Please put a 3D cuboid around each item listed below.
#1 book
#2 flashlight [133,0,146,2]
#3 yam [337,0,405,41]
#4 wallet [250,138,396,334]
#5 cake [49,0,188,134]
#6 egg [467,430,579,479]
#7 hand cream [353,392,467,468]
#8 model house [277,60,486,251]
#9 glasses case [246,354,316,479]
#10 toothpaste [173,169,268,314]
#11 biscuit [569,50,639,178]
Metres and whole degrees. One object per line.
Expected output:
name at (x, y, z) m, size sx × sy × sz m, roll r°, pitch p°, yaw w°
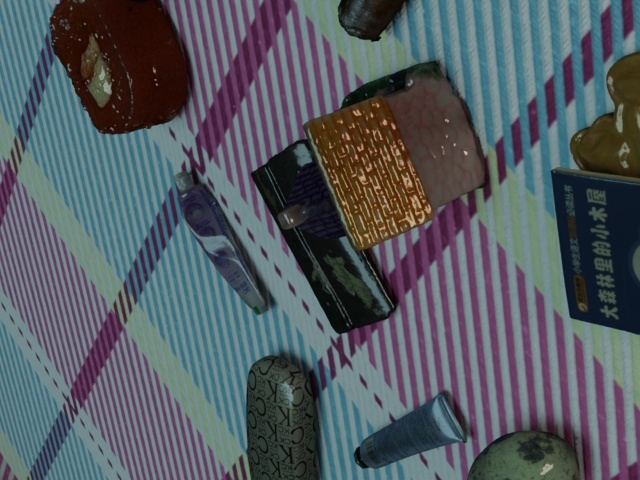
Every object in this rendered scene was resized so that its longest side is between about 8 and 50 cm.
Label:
book at (0.430, 0.033, 1.313) m, size 0.322 × 0.018 × 0.228 m, roll 11°, pitch 125°, yaw 40°
flashlight at (-0.181, -0.456, 1.731) m, size 0.424 × 0.103 × 0.103 m, roll -1°, pitch 109°, yaw 48°
yam at (0.083, -0.342, 1.517) m, size 0.079 × 0.079 × 0.141 m, roll 55°, pitch 138°, yaw 11°
wallet at (0.000, 0.000, 1.814) m, size 0.170 × 0.044 × 0.321 m, roll -27°, pitch 90°, yaw 49°
cake at (-0.355, -0.330, 1.949) m, size 0.177 × 0.151 × 0.283 m, roll -40°, pitch 75°, yaw 54°
egg at (0.296, 0.348, 1.601) m, size 0.181 × 0.141 × 0.141 m, roll -45°, pitch 74°, yaw 30°
hand cream at (0.143, 0.330, 1.826) m, size 0.256 × 0.055 × 0.088 m, roll -37°, pitch 73°, yaw 48°
model house at (0.056, -0.109, 1.543) m, size 0.237 × 0.237 × 0.202 m, roll -10°, pitch 104°, yaw 50°
glasses case at (-0.074, 0.376, 2.062) m, size 0.137 × 0.085 × 0.354 m, roll 25°, pitch 127°, yaw 39°
toothpaste at (-0.184, 0.006, 2.020) m, size 0.075 × 0.048 × 0.301 m, roll -32°, pitch 87°, yaw 40°
biscuit at (0.446, -0.109, 1.265) m, size 0.376 × 0.051 × 0.269 m, roll 0°, pitch 108°, yaw 48°
